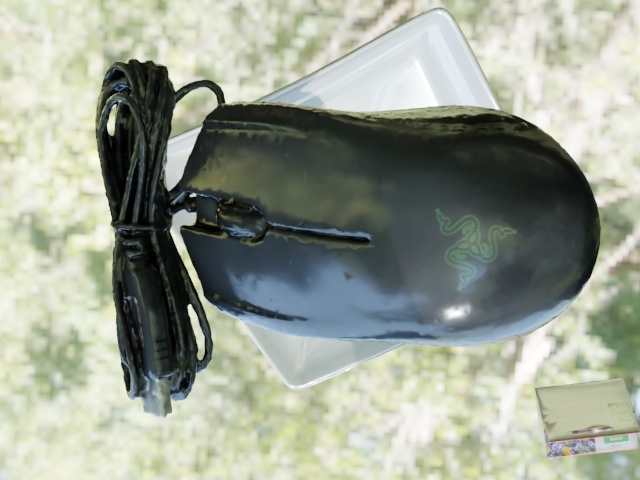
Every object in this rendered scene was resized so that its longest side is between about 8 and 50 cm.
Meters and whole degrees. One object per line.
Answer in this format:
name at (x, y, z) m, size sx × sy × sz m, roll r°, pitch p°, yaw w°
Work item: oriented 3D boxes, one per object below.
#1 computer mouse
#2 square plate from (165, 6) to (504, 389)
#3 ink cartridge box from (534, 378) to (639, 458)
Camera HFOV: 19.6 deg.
computer mouse at (0.000, 0.000, 0.921) m, size 0.272 × 0.189 × 0.072 m, roll 0°, pitch -171°, yaw 24°
square plate at (0.041, -0.037, 1.820) m, size 0.344 × 0.347 × 0.049 m, roll -25°, pitch -144°, yaw 14°
ink cartridge box at (0.179, 0.124, 1.243) m, size 0.062 × 0.029 × 0.115 m, roll -7°, pitch -167°, yaw 4°
